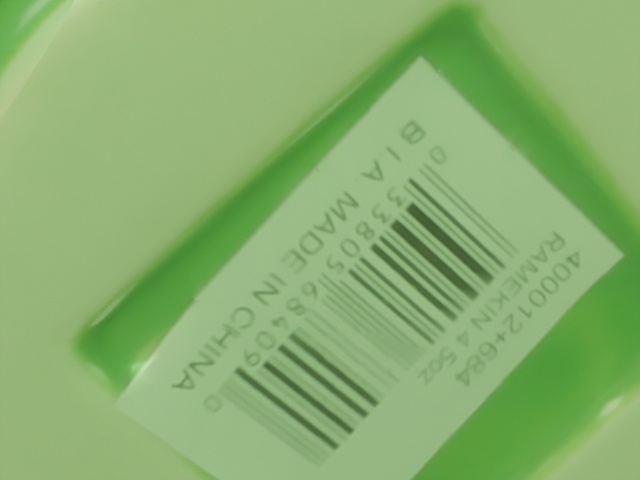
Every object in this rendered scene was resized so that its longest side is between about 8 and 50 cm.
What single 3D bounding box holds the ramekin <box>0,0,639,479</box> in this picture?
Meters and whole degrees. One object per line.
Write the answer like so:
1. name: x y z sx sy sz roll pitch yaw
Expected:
1. ramekin: 0.000 0.000 0.493 0.303 0.148 0.303 -7 113 -17
